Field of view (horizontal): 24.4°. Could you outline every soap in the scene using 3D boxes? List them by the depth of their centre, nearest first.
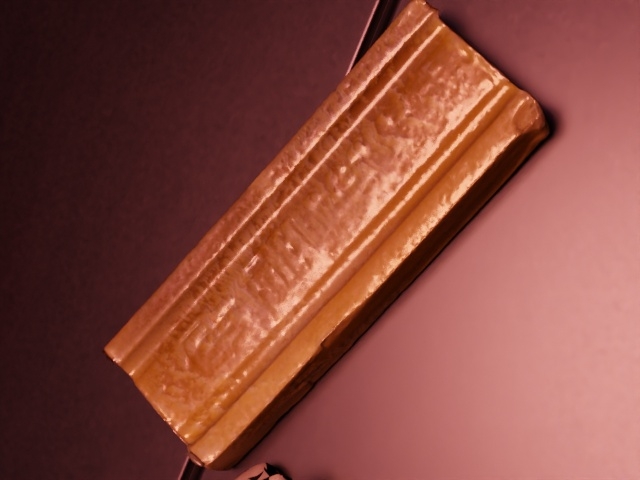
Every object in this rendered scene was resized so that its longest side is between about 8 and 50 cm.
[{"bbox_3d":[0.000,0.000,0.748,0.252,0.037,0.092,-47,69,12],"label":"soap"}]

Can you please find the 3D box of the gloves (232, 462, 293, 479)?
[{"bbox_3d":[-0.086,0.199,0.730,0.127,0.111,0.212,44,110,27],"label":"gloves"}]
